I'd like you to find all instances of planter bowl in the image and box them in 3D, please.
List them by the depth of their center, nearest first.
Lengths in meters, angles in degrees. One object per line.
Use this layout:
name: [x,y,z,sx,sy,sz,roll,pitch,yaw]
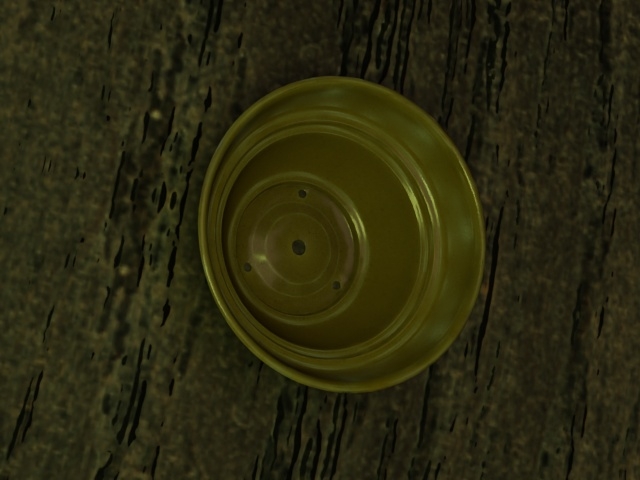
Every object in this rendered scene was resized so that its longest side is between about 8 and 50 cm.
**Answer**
planter bowl: [0.000,0.000,1.326,0.217,0.090,0.217,4,82,-25]
